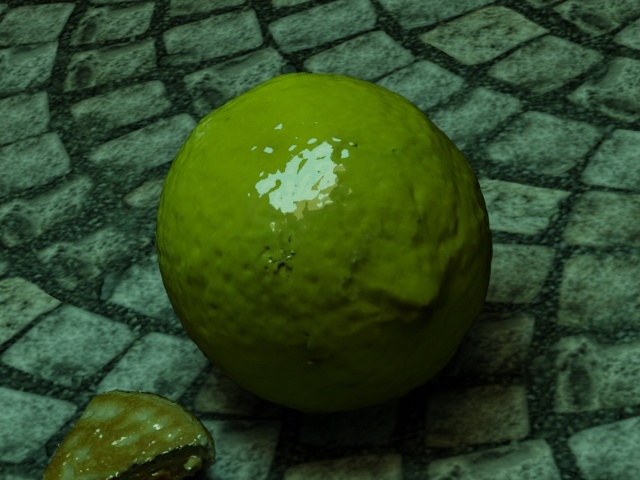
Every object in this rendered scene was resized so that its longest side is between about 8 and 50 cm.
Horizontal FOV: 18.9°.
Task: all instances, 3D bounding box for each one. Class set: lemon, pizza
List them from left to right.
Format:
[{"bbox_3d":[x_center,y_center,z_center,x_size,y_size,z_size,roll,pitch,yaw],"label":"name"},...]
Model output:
[{"bbox_3d":[-0.199,0.219,1.758,0.199,0.062,0.188,-37,28,-22],"label":"pizza"},{"bbox_3d":[0.001,0.001,1.794,0.336,0.336,0.336,-9,34,6],"label":"lemon"}]
